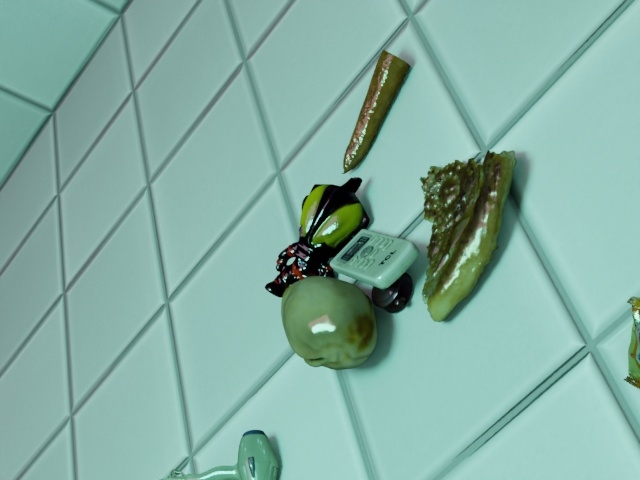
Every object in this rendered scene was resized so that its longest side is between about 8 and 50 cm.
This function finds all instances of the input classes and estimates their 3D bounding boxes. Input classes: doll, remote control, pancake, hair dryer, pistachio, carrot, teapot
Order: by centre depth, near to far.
[{"bbox_3d":[0.189,-0.036,1.548,0.266,0.057,0.244,-58,33,14],"label":"pancake"},{"bbox_3d":[0.104,0.072,1.610,0.068,0.045,0.100,-55,35,14],"label":"teapot"},{"bbox_3d":[0.014,0.124,1.628,0.144,0.144,0.215,-59,28,10],"label":"pistachio"},{"bbox_3d":[0.083,0.027,1.634,0.087,0.029,0.190,-46,21,-10],"label":"remote control"},{"bbox_3d":[-0.153,0.412,1.688,0.199,0.067,0.167,-25,59,1],"label":"hair dryer"},{"bbox_3d":[0.000,0.001,1.766,0.248,0.127,0.088,-57,0,10],"label":"doll"},{"bbox_3d":[0.089,-0.215,1.812,0.057,0.057,0.224,29,97,57],"label":"carrot"}]

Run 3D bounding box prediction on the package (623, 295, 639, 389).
[{"bbox_3d":[0.379,0.128,1.167,0.108,0.031,0.120,-140,40,-57],"label":"package"}]
